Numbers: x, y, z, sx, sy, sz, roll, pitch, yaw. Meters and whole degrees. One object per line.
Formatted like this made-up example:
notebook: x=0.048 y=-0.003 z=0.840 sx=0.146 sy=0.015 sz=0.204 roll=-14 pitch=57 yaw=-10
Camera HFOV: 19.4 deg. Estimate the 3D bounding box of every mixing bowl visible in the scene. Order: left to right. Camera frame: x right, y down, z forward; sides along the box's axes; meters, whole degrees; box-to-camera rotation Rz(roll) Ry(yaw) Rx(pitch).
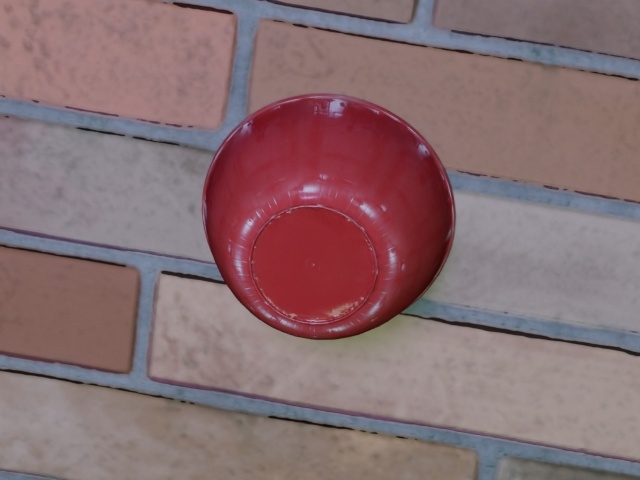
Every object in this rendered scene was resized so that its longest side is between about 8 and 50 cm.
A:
mixing bowl: x=0.000 y=0.000 z=1.289 sx=0.181 sy=0.098 sz=0.181 roll=2 pitch=113 yaw=6
